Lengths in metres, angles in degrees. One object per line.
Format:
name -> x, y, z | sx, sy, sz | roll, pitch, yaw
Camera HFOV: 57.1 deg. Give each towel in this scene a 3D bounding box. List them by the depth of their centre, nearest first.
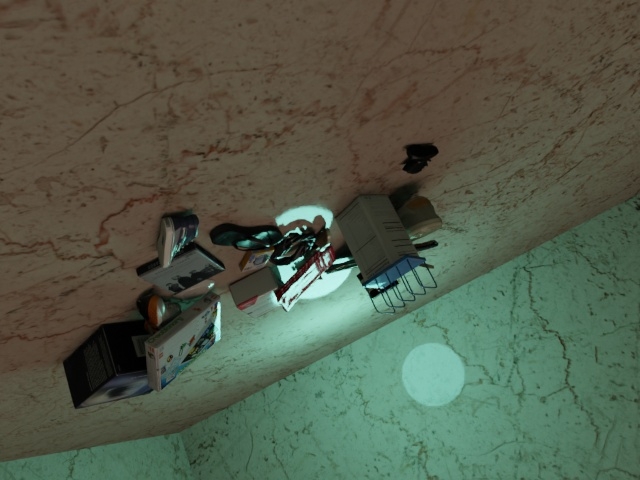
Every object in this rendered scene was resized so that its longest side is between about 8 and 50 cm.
towel -> -0.047, 0.131, 2.059 | 0.275, 0.031, 0.199 | -45, 162, -10
towel -> 0.212, 0.058, 2.142 | 0.271, 0.040, 0.370 | -12, 176, -31

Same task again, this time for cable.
cable -> -0.089, 0.023, 1.880 | 0.150, 0.047, 0.184 | -17, 157, -34

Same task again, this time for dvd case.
dvd case -> -0.393, 0.084, 1.686 | 0.179, 0.030, 0.239 | -26, 159, 2

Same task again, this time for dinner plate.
dinner plate -> -0.405, 0.164, 1.893 | 0.141, 0.017, 0.141 | -21, 159, -8

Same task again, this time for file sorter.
file sorter -> 0.232, 0.131, 1.709 | 0.170, 0.104, 0.118 | -36, 154, 29

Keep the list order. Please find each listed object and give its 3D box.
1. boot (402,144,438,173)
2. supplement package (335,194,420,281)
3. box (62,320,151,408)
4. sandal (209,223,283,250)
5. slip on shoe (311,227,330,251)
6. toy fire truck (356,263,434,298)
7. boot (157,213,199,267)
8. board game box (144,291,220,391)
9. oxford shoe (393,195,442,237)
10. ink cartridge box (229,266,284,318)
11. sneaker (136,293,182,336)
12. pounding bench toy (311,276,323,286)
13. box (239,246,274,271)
boot -> 0.267, -0.228, 1.664 | 0.121, 0.045, 0.099 | -10, 159, -36
supplement package -> 0.176, -0.003, 1.817 | 0.133, 0.244, 0.139 | -5, 152, -43
box -> -0.651, 0.414, 1.989 | 0.294, 0.183, 0.296 | -37, 157, 33
sandal -> -0.206, 0.003, 1.663 | 0.097, 0.054, 0.254 | -38, 156, 32
slip on shoe -> 0.000, 0.000, 1.914 | 0.041, 0.051, 0.135 | -5, 161, -17
toy fire truck -> 0.308, 0.125, 2.386 | 0.246, 0.158, 0.217 | -44, 164, 32
boot -> -0.355, 0.004, 1.469 | 0.086, 0.069, 0.190 | -11, 154, -27
board game box -> -0.435, 0.322, 1.898 | 0.305, 0.053, 0.193 | -40, 146, -49
oxford shoe -> 0.266, -0.048, 2.002 | 0.169, 0.130, 0.449 | -17, 173, -20
ink cartridge box -> -0.208, 0.187, 2.066 | 0.158, 0.092, 0.218 | -26, 158, 1
sneaker -> -0.495, 0.220, 1.849 | 0.121, 0.099, 0.262 | -41, 164, -29
pounding bench toy -> -0.042, 0.136, 2.189 | 0.065, 0.052, 0.083 | -37, 157, 28
box -> -0.203, 0.058, 1.847 | 0.081, 0.028, 0.136 | -13, 155, -30
